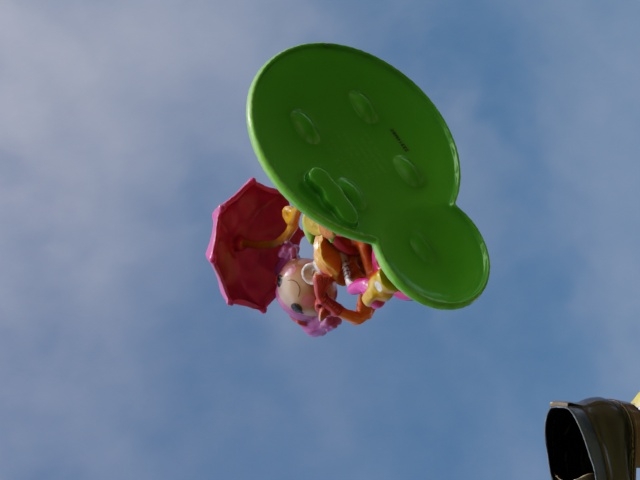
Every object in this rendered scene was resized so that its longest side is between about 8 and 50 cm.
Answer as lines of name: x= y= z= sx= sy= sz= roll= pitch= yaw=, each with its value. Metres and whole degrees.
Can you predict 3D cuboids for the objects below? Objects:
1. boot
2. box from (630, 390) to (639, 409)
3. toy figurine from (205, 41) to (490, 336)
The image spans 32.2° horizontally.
boot: x=0.242 y=0.247 z=0.999 sx=0.106 sy=0.082 sz=0.219 roll=18 pitch=-115 yaw=-40
box: x=0.437 y=0.224 z=1.296 sx=0.169 sy=0.059 sz=0.054 roll=29 pitch=-78 yaw=-28
toy figurine: x=0.000 y=0.000 z=0.654 sx=0.130 sy=0.159 sz=0.173 roll=-25 pitch=-105 yaw=-38
